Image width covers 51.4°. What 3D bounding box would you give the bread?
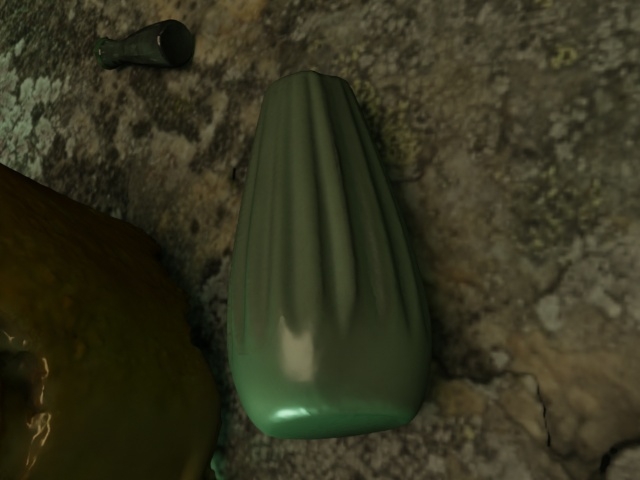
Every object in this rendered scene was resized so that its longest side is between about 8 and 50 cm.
[{"bbox_3d":[-0.258,0.067,0.457,0.250,0.394,0.361,-45,57,0],"label":"bread"}]

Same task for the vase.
[{"bbox_3d":[0.000,0.000,0.446,0.128,0.128,0.248,-19,62,29],"label":"vase"}]

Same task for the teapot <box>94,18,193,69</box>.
[{"bbox_3d":[-0.174,-0.184,0.637,0.110,0.043,0.043,6,84,38],"label":"teapot"}]
